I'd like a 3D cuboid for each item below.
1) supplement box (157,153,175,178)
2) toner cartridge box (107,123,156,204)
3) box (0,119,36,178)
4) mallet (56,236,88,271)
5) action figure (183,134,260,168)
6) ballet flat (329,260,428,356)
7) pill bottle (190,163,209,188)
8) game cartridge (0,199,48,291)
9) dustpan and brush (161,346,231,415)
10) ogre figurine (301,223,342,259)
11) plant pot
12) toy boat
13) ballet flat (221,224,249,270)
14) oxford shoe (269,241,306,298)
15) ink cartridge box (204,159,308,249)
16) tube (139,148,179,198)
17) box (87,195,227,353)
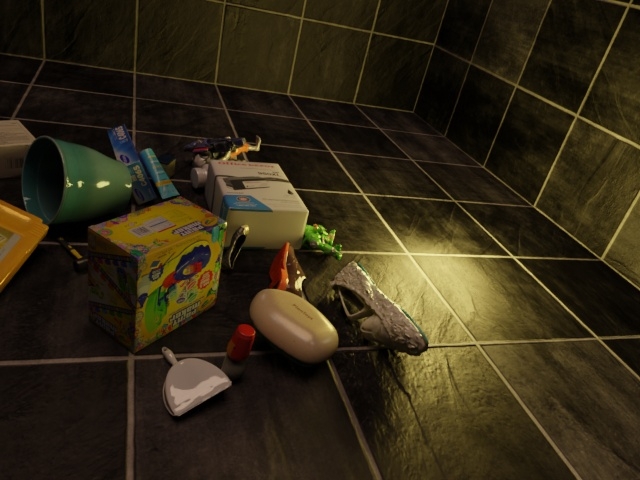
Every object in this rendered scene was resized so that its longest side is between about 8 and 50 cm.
[{"bbox_3d":[-0.622,-0.290,2.073,0.056,0.083,0.083,15,29,1],"label":"supplement box"},{"bbox_3d":[-0.709,-0.290,1.941,0.075,0.165,0.348,-25,41,-13],"label":"toner cartridge box"},{"bbox_3d":[-1.129,-0.333,1.877,0.148,0.127,0.232,-16,41,-42],"label":"box"},{"bbox_3d":[-0.715,0.033,1.525,0.062,0.039,0.189,-12,35,-39],"label":"mallet"},{"bbox_3d":[-0.397,-0.358,2.212,0.341,0.179,0.330,5,23,40],"label":"action figure"},{"bbox_3d":[0.153,0.218,1.526,0.146,0.147,0.409,-3,30,-28],"label":"ballet flat"},{"bbox_3d":[-0.415,-0.255,2.081,0.193,0.108,0.108,-9,37,-36],"label":"pill bottle"},{"bbox_3d":[-0.914,-0.005,1.346,0.285,0.053,0.324,28,36,-17],"label":"game cartridge"},{"bbox_3d":[-0.319,0.308,1.209,0.147,0.060,0.211,-25,52,-31],"label":"dustpan and brush"},{"bbox_3d":[0.000,0.000,1.847,0.118,0.097,0.197,20,40,-28],"label":"ogre figurine"},{"bbox_3d":[-0.762,-0.181,1.662,0.271,0.272,0.255,34,21,31],"label":"plant pot"},{"bbox_3d":[-0.123,0.248,1.327,0.267,0.148,0.318,38,29,27],"label":"toy boat"},{"bbox_3d":[-0.266,0.024,1.660,0.049,0.057,0.173,9,60,27],"label":"ballet flat"},{"bbox_3d":[-0.100,0.105,1.637,0.098,0.097,0.271,28,30,-17],"label":"oxford shoe"},{"bbox_3d":[-0.246,-0.139,1.893,0.285,0.166,0.395,1,31,-24],"label":"ink cartridge box"},{"bbox_3d":[-0.619,-0.251,1.981,0.080,0.052,0.207,-25,80,-43],"label":"tube"},{"bbox_3d":[-0.415,0.076,1.328,0.177,0.279,0.290,27,32,23],"label":"box"}]
